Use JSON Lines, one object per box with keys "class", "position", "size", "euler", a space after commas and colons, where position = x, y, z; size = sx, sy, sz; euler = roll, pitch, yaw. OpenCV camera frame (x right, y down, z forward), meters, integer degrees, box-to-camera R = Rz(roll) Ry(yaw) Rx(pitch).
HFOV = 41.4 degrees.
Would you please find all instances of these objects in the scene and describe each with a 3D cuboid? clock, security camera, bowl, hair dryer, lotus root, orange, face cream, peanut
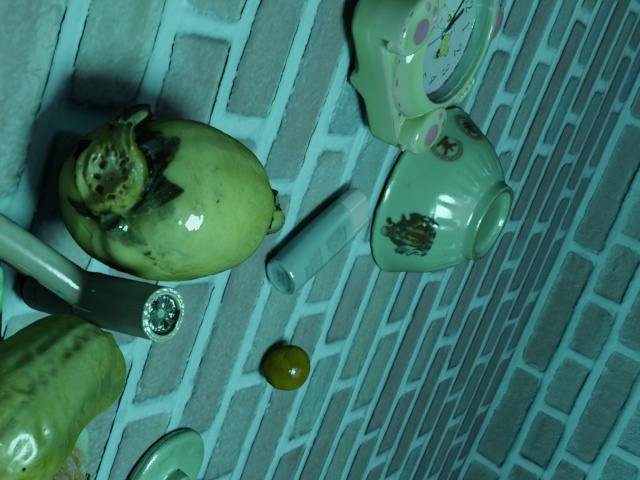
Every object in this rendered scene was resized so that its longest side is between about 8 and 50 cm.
{"class": "clock", "position": [0.171, -0.313, 1.240], "size": [0.309, 0.114, 0.284], "euler": [-51, 149, -22]}
{"class": "security camera", "position": [-0.211, 0.412, 1.296], "size": [0.157, 0.080, 0.301], "euler": [-41, 143, -33]}
{"class": "bowl", "position": [0.252, -0.062, 1.560], "size": [0.337, 0.157, 0.337], "euler": [-42, 147, -35]}
{"class": "hair dryer", "position": [-0.253, 0.009, 0.769], "size": [0.220, 0.195, 0.054], "euler": [53, 55, -43]}
{"class": "lotus root", "position": [-0.136, -0.040, 0.895], "size": [0.183, 0.182, 0.310], "euler": [-65, 157, 7]}
{"class": "orange", "position": [-0.054, 0.207, 1.375], "size": [0.085, 0.085, 0.085], "euler": [-40, 146, -35]}
{"class": "face cream", "position": [0.000, 0.000, 1.296], "size": [0.198, 0.057, 0.084], "euler": [-43, 148, -35]}
{"class": "peanut", "position": [-0.235, 0.130, 0.699], "size": [0.236, 0.110, 0.120], "euler": [-47, 133, -74]}

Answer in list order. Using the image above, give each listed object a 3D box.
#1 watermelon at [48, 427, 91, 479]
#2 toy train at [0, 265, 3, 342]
{"class": "watermelon", "position": [-0.341, 0.311, 0.846], "size": [0.310, 0.231, 0.193], "euler": [-29, 108, -27]}
{"class": "toy train", "position": [-0.376, 0.108, 0.660], "size": [0.238, 0.167, 0.299], "euler": [-36, 145, -57]}
